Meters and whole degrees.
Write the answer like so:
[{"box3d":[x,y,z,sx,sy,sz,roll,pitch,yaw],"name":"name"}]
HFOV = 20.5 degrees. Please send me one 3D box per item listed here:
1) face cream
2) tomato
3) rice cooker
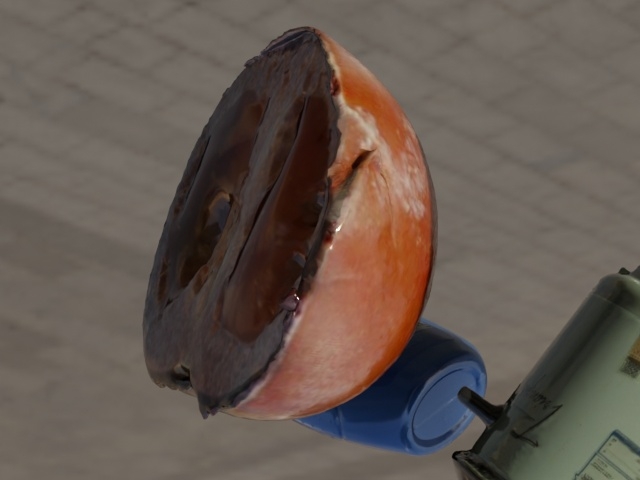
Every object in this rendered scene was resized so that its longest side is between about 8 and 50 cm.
[{"box3d":[0.010,0.098,1.510,0.149,0.083,0.264,-31,-144,-33],"name":"face cream"},{"box3d":[0.000,0.000,0.899,0.112,0.199,0.228,17,-177,-23],"name":"tomato"},{"box3d":[0.219,0.161,1.148,0.280,0.227,0.241,36,180,12],"name":"rice cooker"}]
